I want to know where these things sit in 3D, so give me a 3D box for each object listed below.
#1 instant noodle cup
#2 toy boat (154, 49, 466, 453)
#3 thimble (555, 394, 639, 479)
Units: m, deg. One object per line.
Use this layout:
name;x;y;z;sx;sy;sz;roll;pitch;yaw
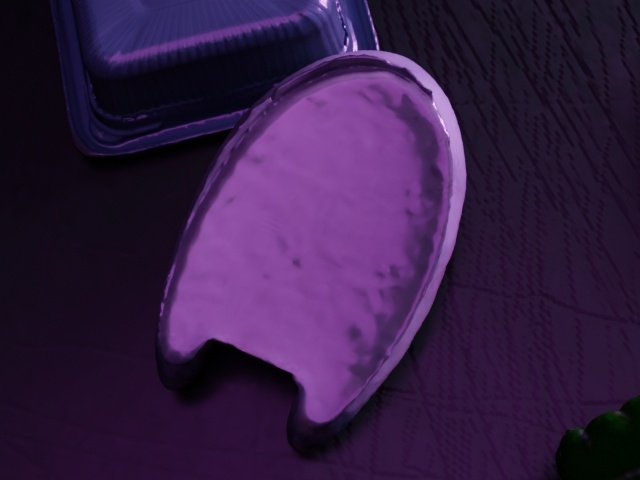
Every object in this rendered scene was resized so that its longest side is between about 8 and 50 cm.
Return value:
instant noodle cup;-0.067;-0.139;0.749;0.179;0.070;0.157;-14;70;1
toy boat;0.000;0.000;0.704;0.134;0.079;0.208;23;86;9
thimble;0.181;0.103;0.625;0.130;0.118;0.090;-30;75;14
